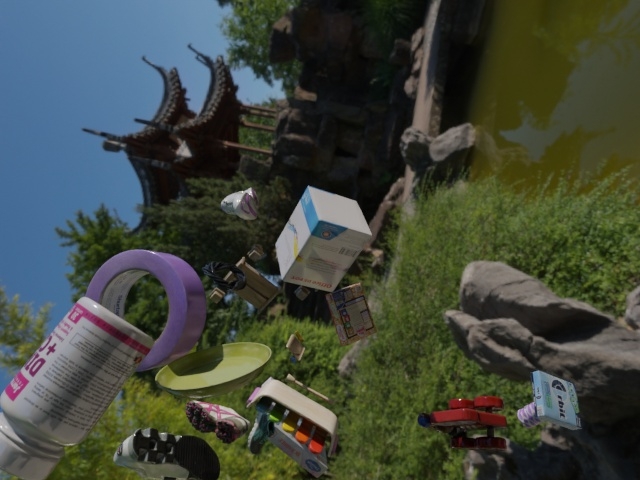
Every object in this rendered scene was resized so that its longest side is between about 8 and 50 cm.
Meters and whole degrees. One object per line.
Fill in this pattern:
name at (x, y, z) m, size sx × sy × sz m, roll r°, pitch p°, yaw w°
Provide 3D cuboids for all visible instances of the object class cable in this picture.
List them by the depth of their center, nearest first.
cable at (-0.334, 0.124, 1.697) m, size 0.047 × 0.151 × 0.184 m, roll -64°, pitch -7°, yaw 15°

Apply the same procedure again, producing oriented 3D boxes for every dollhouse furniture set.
dollhouse furniture set at (-0.208, 0.163, 1.940) m, size 0.355 × 0.303 × 0.173 m, roll -45°, pitch 17°, yaw 18°

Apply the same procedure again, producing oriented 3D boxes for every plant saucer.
plant saucer at (-0.219, 0.274, 1.016) m, size 0.241 × 0.241 × 0.037 m, roll -77°, pitch -21°, yaw -83°

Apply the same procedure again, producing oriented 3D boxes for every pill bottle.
pill bottle at (-0.445, 0.256, 0.856) m, size 0.283 × 0.161 × 0.160 m, roll -57°, pitch -8°, yaw -20°

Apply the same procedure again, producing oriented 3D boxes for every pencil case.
pencil case at (0.878, 0.662, 1.911) m, size 0.206 × 0.086 × 0.088 m, roll -49°, pitch -6°, yaw 33°

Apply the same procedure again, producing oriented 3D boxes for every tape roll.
tape roll at (-0.409, 0.161, 1.128) m, size 0.090 × 0.275 × 0.274 m, roll 20°, pitch -99°, yaw -72°

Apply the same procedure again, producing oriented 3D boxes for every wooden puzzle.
wooden puzzle at (-0.087, 0.372, 1.678) m, size 0.014 × 0.078 × 0.116 m, roll -30°, pitch 11°, yaw 30°

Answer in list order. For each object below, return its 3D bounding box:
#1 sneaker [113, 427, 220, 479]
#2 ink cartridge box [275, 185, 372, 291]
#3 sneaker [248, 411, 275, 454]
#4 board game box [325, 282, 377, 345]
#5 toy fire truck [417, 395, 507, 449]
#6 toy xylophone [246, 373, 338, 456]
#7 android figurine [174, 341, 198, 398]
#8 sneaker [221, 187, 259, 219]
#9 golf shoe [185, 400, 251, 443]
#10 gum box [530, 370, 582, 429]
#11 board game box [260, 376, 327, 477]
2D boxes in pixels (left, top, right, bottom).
sneaker at (-0.453, 0.653, 1.439) m, size 0.146 × 0.331 × 0.122 m, roll -37°, pitch 35°, yaw 23°
ink cartridge box at (0.000, 0.000, 1.618) m, size 0.270 × 0.198 × 0.197 m, roll -58°, pitch 31°, yaw 30°
sneaker at (-0.196, 0.665, 1.670) m, size 0.065 × 0.076 × 0.166 m, roll 19°, pitch -95°, yaw -56°
board game box at (0.113, 0.266, 1.754) m, size 0.045 × 0.147 × 0.193 m, roll -22°, pitch 84°, yaw 54°
toy fire truck at (0.481, 0.628, 1.681) m, size 0.302 × 0.254 × 0.169 m, roll -34°, pitch 43°, yaw 53°
toy xylophone at (-0.067, 0.550, 1.563) m, size 0.081 × 0.323 × 0.236 m, roll -62°, pitch -13°, yaw 10°
android figurine at (-0.464, 0.391, 1.657) m, size 0.248 × 0.056 × 0.272 m, roll -140°, pitch 63°, yaw -63°
sneaker at (-0.330, -0.132, 1.947) m, size 0.305 × 0.152 × 0.114 m, roll -101°, pitch -6°, yaw -78°
golf shoe at (-0.267, 0.462, 1.251) m, size 0.086 × 0.186 × 0.067 m, roll -6°, pitch -71°, yaw -60°
gum box at (0.822, 0.558, 1.686) m, size 0.041 × 0.185 × 0.156 m, roll -42°, pitch 31°, yaw 49°
board game box at (-0.114, 0.753, 1.974) m, size 0.066 × 0.318 × 0.318 m, roll -45°, pitch 12°, yaw 7°
